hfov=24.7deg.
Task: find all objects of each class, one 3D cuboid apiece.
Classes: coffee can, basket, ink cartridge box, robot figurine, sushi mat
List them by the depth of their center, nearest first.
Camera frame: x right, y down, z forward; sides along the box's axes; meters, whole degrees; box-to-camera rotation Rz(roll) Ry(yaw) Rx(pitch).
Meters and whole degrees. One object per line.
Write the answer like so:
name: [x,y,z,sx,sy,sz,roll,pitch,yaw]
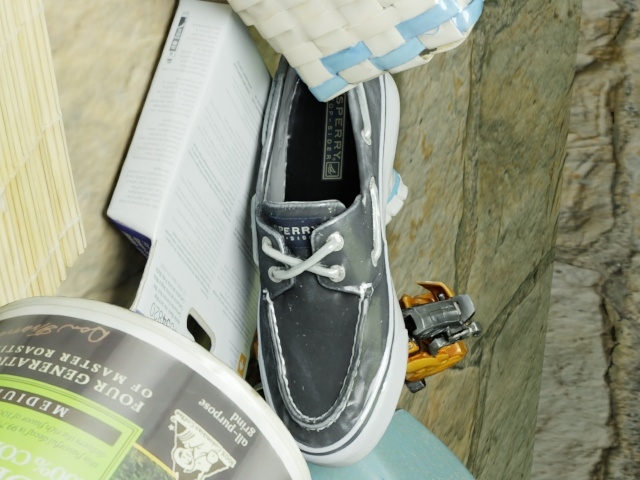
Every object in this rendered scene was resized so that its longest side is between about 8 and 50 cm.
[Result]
coffee can: [-0.145,0.186,0.628,0.275,0.201,0.201,-57,150,-45]
sushi mat: [-0.177,-0.081,0.720,0.151,0.019,0.317,-59,152,-51]
basket: [0.003,-0.261,0.920,0.289,0.201,0.255,49,41,-16]
ink cartridge box: [-0.077,-0.015,1.004,0.223,0.045,0.224,62,40,-62]
robot figurine: [0.030,0.091,1.185,0.085,0.211,0.291,64,7,13]

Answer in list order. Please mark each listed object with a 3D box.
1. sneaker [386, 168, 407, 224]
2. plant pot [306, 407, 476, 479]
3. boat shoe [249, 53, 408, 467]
sneaker: [0.013,-0.019,1.268,0.083,0.071,0.191,64,34,-36]
plant pot: [0.022,0.272,1.129,0.247,0.247,0.252,-2,74,-71]
boat shoe: [0.000,0.000,0.995,0.102,0.108,0.301,32,61,-64]
